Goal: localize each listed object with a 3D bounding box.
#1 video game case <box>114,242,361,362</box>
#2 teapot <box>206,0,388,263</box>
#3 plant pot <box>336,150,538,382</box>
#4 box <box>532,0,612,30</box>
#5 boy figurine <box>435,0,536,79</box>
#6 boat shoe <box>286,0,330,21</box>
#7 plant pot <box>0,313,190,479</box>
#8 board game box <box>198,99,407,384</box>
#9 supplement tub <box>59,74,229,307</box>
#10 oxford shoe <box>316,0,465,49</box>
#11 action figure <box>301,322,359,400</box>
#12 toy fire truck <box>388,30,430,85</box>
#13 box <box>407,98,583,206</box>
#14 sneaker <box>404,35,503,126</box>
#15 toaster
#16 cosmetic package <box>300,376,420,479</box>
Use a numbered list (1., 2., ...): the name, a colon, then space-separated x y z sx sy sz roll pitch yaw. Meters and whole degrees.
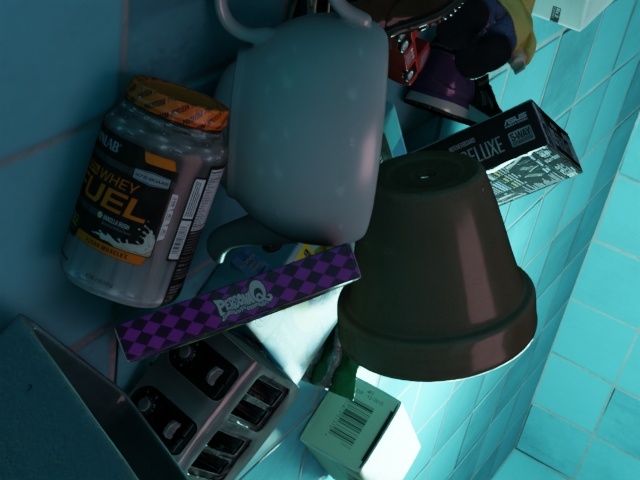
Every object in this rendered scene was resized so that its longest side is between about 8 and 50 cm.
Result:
1. video game case: -0.084 0.066 0.999 0.232 0.041 0.210 -20 176 -8
2. teapot: -0.035 -0.120 0.995 0.252 0.187 0.256 103 -7 -75
3. plant pot: 0.138 0.016 1.252 0.263 0.263 0.229 -38 128 -44
4. box: 0.438 -0.479 1.645 0.182 0.119 0.181 -42 149 -39
5. boy figurine: 0.246 -0.325 1.406 0.092 0.177 0.285 -29 -168 29
6. boat shoe: -0.003 -0.270 1.057 0.049 0.043 0.137 -25 135 -52
7. plant pot: -0.256 0.268 0.884 0.252 0.248 0.247 -40 153 -7
8. board game box: 0.000 0.000 1.306 0.336 0.079 0.254 -56 156 -14
9. supplement tub: -0.156 -0.045 0.891 0.117 0.117 0.190 -8 121 -62
10. oxford shoe: 0.090 -0.283 1.142 0.227 0.083 0.096 -31 106 -28
11. action figure: 0.032 0.107 1.468 0.063 0.137 0.232 35 74 -54
12. toy fire truck: 0.120 -0.304 1.267 0.135 0.047 0.192 -55 155 -16
13. box: 0.269 -0.114 1.565 0.242 0.076 0.307 -23 167 22
14. sneaker: 0.232 -0.241 1.503 0.283 0.107 0.124 2 107 -64
15. toaster: -0.132 0.197 1.171 0.168 0.110 0.185 -51 151 -4
16. cosmetic package: 0.081 0.371 1.805 0.153 0.129 0.296 -57 157 -15
